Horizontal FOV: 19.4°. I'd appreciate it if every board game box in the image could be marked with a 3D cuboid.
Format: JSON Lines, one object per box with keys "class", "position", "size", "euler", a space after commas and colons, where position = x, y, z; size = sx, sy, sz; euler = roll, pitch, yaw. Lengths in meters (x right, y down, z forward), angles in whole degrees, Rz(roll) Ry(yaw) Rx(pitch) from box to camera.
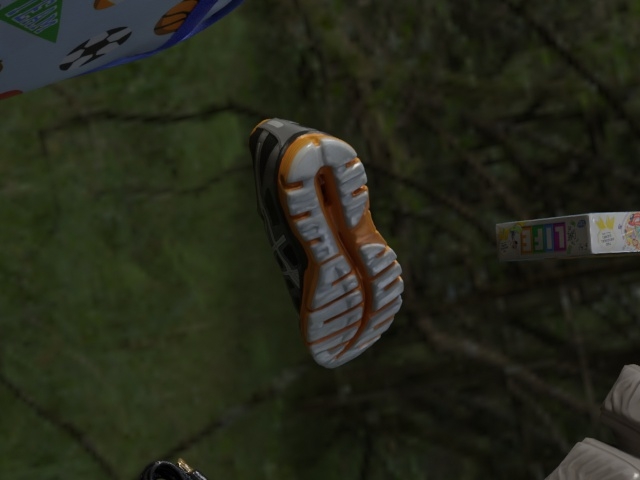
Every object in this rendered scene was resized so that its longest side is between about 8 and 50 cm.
{"class": "board game box", "position": [0.209, -0.004, 1.248], "size": [0.103, 0.154, 0.026], "euler": [-8, -95, 61]}

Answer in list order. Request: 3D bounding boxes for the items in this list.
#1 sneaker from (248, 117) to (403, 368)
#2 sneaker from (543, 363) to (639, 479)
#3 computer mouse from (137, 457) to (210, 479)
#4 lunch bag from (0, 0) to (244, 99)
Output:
{"class": "sneaker", "position": [0.000, 0.000, 1.347], "size": [0.083, 0.084, 0.215], "euler": [39, -32, 45]}
{"class": "sneaker", "position": [0.148, 0.118, 0.564], "size": [0.180, 0.321, 0.124], "euler": [28, 9, -34]}
{"class": "computer mouse", "position": [-0.129, 0.241, 1.254], "size": [0.106, 0.193, 0.042], "euler": [43, 3, 3]}
{"class": "lunch bag", "position": [-0.077, -0.165, 0.749], "size": [0.115, 0.243, 0.303], "euler": [62, -36, 10]}
